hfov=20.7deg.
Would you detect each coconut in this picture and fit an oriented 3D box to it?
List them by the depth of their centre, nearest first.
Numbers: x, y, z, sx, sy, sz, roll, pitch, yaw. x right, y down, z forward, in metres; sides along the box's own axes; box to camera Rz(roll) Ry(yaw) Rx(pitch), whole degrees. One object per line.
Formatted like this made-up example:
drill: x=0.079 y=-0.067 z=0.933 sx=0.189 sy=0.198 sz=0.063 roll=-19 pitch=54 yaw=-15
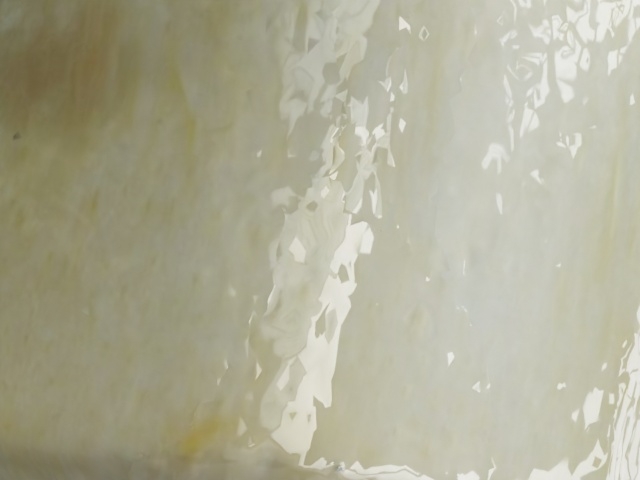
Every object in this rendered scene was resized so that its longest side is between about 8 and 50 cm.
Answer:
coconut: x=0.000 y=0.000 z=0.583 sx=0.323 sy=0.323 sz=0.323 roll=55 pitch=10 yaw=-15
